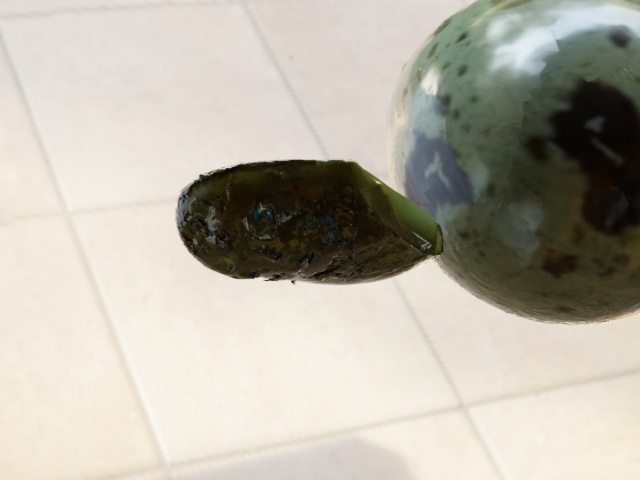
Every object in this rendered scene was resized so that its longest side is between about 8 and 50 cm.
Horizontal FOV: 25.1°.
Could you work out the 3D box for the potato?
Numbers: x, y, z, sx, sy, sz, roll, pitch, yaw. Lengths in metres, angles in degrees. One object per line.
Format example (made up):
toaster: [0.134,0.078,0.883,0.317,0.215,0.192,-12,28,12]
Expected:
potato: [0.000,0.000,0.926,0.198,0.119,0.054,16,52,-44]

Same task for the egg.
egg: [0.202,-0.080,1.236,0.287,0.288,0.379,9,20,-12]
